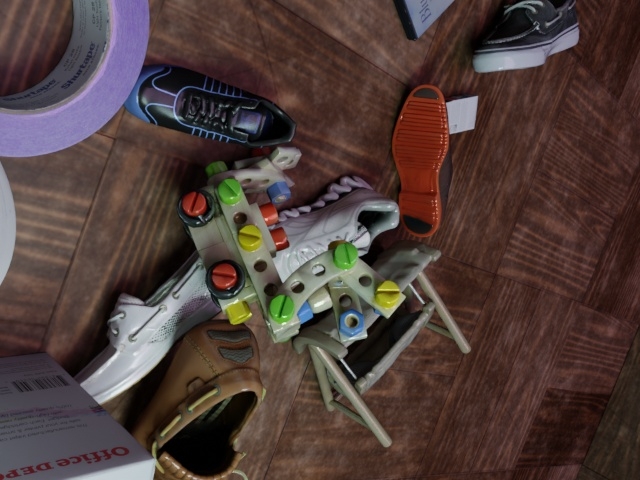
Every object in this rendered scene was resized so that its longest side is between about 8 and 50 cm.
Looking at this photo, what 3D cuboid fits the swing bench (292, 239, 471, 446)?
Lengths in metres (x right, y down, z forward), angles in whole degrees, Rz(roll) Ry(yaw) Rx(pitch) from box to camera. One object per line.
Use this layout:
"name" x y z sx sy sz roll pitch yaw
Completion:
"swing bench" 0.101 0.162 1.250 0.253 0.165 0.255 -42 127 -24

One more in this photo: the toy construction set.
"toy construction set" -0.055 -0.005 0.926 0.215 0.328 0.151 -22 147 -10

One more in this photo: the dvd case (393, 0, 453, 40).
"dvd case" 0.194 -0.472 1.159 0.253 0.022 0.180 -48 135 -18

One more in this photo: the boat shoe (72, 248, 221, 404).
"boat shoe" -0.236 0.109 0.945 0.277 0.098 0.096 -41 110 -23

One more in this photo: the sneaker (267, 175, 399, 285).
"sneaker" 0.000 0.000 1.107 0.292 0.118 0.110 -37 132 -26

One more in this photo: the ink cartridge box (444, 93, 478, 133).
"ink cartridge box" 0.237 -0.227 1.306 0.115 0.029 0.063 -17 120 -38

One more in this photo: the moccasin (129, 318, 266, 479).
"moccasin" -0.166 0.275 0.971 0.139 0.147 0.380 8 130 -35

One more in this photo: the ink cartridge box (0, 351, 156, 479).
"ink cartridge box" -0.340 0.271 0.770 0.198 0.270 0.197 0 108 -45

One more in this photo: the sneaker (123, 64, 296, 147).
"sneaker" -0.132 -0.167 0.917 0.232 0.090 0.081 2 106 -46

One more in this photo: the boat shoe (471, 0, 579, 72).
"boat shoe" 0.374 -0.390 1.324 0.335 0.121 0.119 -34 121 -44

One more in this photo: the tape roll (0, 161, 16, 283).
"tape roll" -0.400 -0.013 0.577 0.246 0.169 0.246 39 40 -43

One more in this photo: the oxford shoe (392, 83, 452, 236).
"oxford shoe" 0.185 -0.146 1.261 0.098 0.097 0.271 -43 141 -51

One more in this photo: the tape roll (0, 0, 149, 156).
"tape roll" -0.312 -0.226 0.713 0.275 0.090 0.275 -20 122 -37
